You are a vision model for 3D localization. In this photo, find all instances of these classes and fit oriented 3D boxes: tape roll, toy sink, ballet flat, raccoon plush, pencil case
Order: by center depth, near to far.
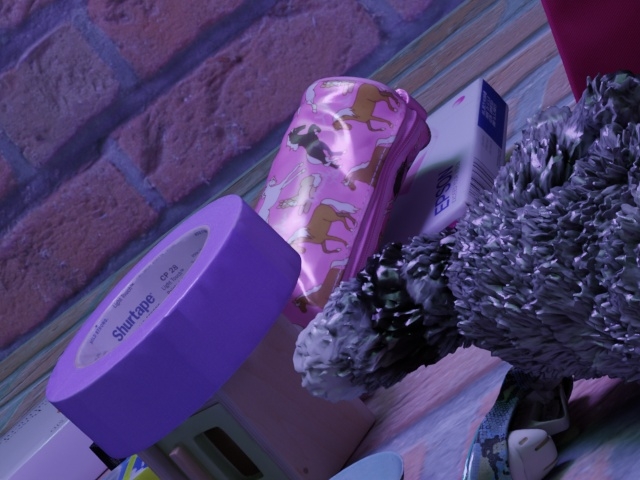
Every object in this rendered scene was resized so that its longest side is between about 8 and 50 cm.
[{"bbox_3d":[0.174,0.080,1.365,0.446,0.216,0.299,-41,15,24],"label":"raccoon plush"},{"bbox_3d":[0.158,0.151,1.464,0.070,0.070,0.188,-34,16,33],"label":"ballet flat"},{"bbox_3d":[-0.145,0.083,1.864,0.275,0.090,0.275,-43,14,13],"label":"tape roll"},{"bbox_3d":[-0.090,0.196,1.900,0.234,0.153,0.131,-28,17,48],"label":"toy sink"},{"bbox_3d":[0.000,0.000,2.064,0.160,0.167,0.386,95,-168,-60],"label":"pencil case"}]

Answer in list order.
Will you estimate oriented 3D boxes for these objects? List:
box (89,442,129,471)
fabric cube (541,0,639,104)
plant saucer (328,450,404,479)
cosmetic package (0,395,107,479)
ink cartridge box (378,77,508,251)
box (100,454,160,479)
[{"bbox_3d":[-0.244,0.256,2.438,0.083,0.062,0.052,-47,11,-32],"label":"box"},{"bbox_3d":[0.342,-0.204,1.518,0.254,0.258,0.259,-10,26,29],"label":"fabric cube"},{"bbox_3d":[0.007,0.260,1.610,0.195,0.037,0.195,-39,10,8],"label":"plant saucer"},{"bbox_3d":[-0.433,0.352,2.641,0.377,0.097,0.284,-44,14,-16],"label":"cosmetic package"},{"bbox_3d":[0.080,-0.015,2.256,0.330,0.071,0.324,-37,20,24],"label":"ink cartridge box"},{"bbox_3d":[-0.230,0.299,2.274,0.178,0.042,0.109,-40,11,12],"label":"box"}]
